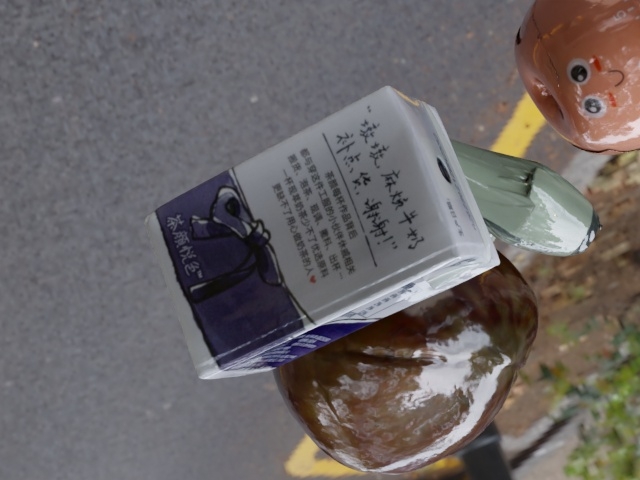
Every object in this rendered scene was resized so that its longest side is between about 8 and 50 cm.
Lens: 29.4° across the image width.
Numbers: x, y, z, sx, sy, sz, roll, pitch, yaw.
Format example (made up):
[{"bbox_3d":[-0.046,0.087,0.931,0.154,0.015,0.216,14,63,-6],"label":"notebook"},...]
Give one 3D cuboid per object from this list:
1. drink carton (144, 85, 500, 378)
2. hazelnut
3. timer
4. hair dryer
[{"bbox_3d":[0.000,-0.001,0.889,0.222,0.134,0.102,-27,164,22],"label":"drink carton"},{"bbox_3d":[0.080,0.084,1.039,0.229,0.229,0.229,-19,156,-9],"label":"hazelnut"},{"bbox_3d":[0.347,-0.217,1.419,0.215,0.230,0.229,-31,155,4],"label":"timer"},{"bbox_3d":[0.124,-0.043,1.183,0.219,0.088,0.225,37,148,-29],"label":"hair dryer"}]
